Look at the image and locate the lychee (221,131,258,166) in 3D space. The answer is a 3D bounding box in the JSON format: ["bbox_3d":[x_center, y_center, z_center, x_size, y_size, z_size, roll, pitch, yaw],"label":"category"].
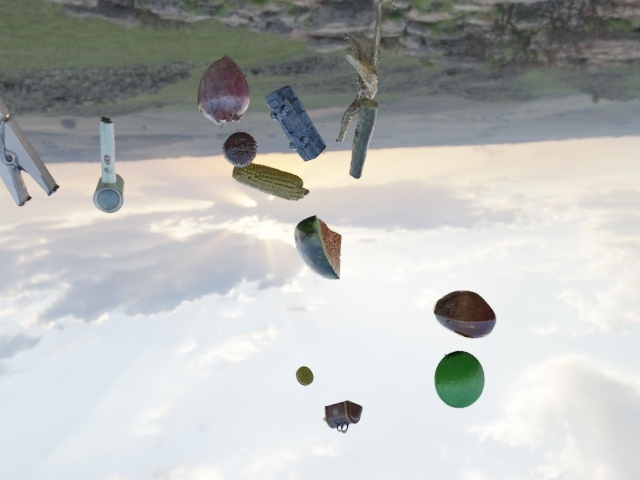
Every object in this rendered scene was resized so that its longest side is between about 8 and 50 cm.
[{"bbox_3d":[-0.281,-0.315,1.883,0.123,0.124,0.129,-8,-162,-26],"label":"lychee"}]

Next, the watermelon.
[{"bbox_3d":[-0.016,0.012,1.502,0.193,0.137,0.145,39,-178,39],"label":"watermelon"}]

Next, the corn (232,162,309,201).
[{"bbox_3d":[-0.196,-0.237,2.184,0.321,0.119,0.119,14,-178,-21],"label":"corn"}]

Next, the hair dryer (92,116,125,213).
[{"bbox_3d":[-0.545,-0.202,1.386,0.073,0.237,0.131,-3,-152,-15],"label":"hair dryer"}]

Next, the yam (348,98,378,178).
[{"bbox_3d":[0.129,-0.312,1.706,0.061,0.274,0.061,6,-138,-5],"label":"yam"}]

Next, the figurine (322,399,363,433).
[{"bbox_3d":[0.070,0.620,1.884,0.082,0.098,0.154,27,139,-31],"label":"figurine"}]

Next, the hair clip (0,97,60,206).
[{"bbox_3d":[-0.813,-0.252,1.404,0.101,0.331,0.085,-21,-156,2],"label":"hair clip"}]

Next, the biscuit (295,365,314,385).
[{"bbox_3d":[-0.066,0.568,2.281,0.084,0.084,0.023,-11,156,-42],"label":"biscuit"}]

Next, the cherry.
[{"bbox_3d":[-0.345,-0.535,1.930,0.175,0.250,0.192,6,179,-30],"label":"cherry"}]

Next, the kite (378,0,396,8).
[{"bbox_3d":[0.166,-0.610,1.337,0.004,0.090,0.122,-48,-147,-12],"label":"kite"}]

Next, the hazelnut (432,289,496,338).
[{"bbox_3d":[0.509,0.266,1.946,0.180,0.181,0.212,-36,-164,-5],"label":"hazelnut"}]

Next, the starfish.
[{"bbox_3d":[0.125,-0.560,1.830,0.132,0.384,0.398,1,176,-4],"label":"starfish"}]

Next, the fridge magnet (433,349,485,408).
[{"bbox_3d":[0.503,0.504,1.976,0.207,0.208,0.088,-6,177,-17],"label":"fridge magnet"}]

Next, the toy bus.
[{"bbox_3d":[-0.052,-0.249,1.160,0.047,0.166,0.065,-8,-148,47],"label":"toy bus"}]
